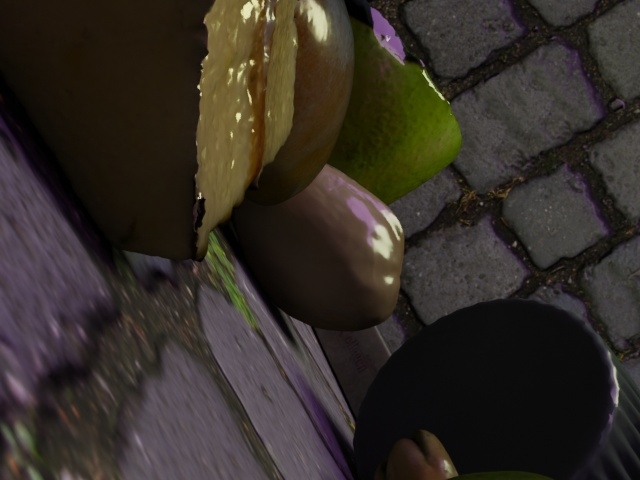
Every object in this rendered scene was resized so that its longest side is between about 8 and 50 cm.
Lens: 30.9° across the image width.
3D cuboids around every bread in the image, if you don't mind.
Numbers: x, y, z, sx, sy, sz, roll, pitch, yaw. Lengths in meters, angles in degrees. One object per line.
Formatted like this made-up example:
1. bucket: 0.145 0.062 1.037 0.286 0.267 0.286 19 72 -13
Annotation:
1. bread: -0.049 -0.140 0.643 0.263 0.198 0.236 -63 132 -65

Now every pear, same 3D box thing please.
1. pear: -0.036 -0.146 1.329 0.398 0.165 0.399 35 -14 10

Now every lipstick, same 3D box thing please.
1. lipstick: 0.057 0.158 1.462 0.080 0.076 0.371 58 2 -37

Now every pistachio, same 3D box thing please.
1. pistachio: 0.000 0.000 1.174 0.223 0.152 0.126 52 4 -15

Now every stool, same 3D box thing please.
1. stool: 0.213 0.247 1.110 0.330 0.297 0.297 54 5 -40

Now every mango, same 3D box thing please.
1. mango: -0.071 -0.154 0.948 0.384 0.198 0.222 65 6 -57

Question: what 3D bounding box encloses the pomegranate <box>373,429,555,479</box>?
1. pomegranate: 0.127 0.237 0.806 0.190 0.159 0.241 60 -3 -9
